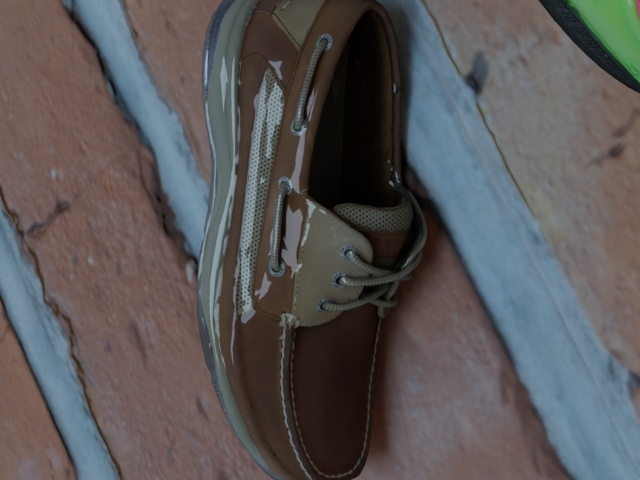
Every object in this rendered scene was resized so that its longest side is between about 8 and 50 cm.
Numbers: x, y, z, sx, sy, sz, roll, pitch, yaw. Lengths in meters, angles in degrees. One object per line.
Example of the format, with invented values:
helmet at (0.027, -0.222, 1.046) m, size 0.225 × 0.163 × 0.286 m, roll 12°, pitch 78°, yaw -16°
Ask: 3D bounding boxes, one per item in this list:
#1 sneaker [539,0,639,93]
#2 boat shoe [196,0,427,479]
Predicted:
sneaker at (0.075, -0.258, 0.974) m, size 0.483 × 0.185 × 0.202 m, roll 51°, pitch 162°, yaw 17°
boat shoe at (0.000, 0.000, 1.107) m, size 0.116 × 0.123 × 0.324 m, roll 3°, pitch 103°, yaw 41°
